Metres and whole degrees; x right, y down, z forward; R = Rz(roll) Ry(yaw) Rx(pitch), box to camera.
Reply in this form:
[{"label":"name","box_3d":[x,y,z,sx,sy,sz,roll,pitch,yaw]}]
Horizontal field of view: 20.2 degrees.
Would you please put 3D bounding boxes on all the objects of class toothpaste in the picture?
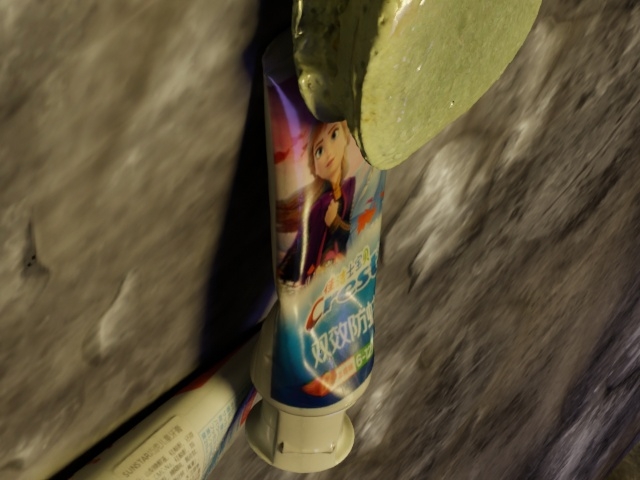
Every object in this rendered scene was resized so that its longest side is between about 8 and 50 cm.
[{"label":"toothpaste","box_3d":[-0.080,0.116,0.894,0.234,0.057,0.089,-40,158,-52]},{"label":"toothpaste","box_3d":[0.000,0.000,0.838,0.096,0.061,0.266,-38,146,-39]}]

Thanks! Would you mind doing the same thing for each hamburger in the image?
[{"label":"hamburger","box_3d":[0.040,-0.101,0.721,0.133,0.062,0.140,-46,155,-26]}]
